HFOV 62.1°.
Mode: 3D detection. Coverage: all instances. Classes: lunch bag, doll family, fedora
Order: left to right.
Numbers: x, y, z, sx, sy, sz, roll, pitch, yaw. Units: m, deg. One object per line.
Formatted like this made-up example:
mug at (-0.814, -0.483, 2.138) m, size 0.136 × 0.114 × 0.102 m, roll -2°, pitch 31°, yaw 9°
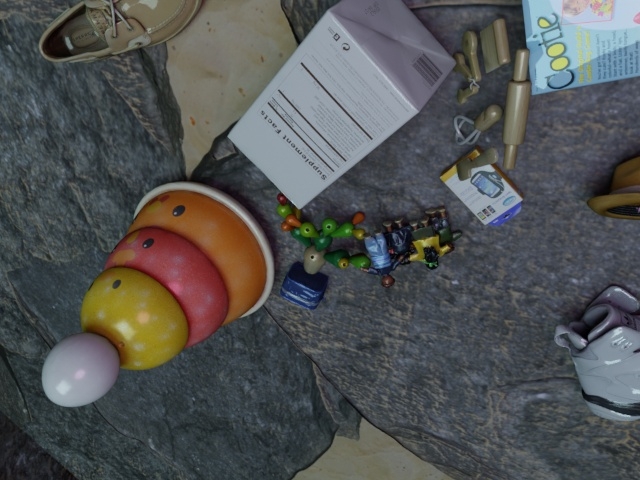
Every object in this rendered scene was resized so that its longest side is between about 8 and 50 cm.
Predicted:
lunch bag at (-0.032, 0.102, 1.139) m, size 0.098 × 0.067 × 0.065 m, roll 26°, pitch 126°, yaw 4°
doll family at (0.166, 0.017, 0.982) m, size 0.193 × 0.076 × 0.111 m, roll -13°, pitch 112°, yaw 16°
fedora at (0.499, -0.080, 0.781) m, size 0.194 × 0.194 × 0.079 m, roll 2°, pitch 82°, yaw 22°

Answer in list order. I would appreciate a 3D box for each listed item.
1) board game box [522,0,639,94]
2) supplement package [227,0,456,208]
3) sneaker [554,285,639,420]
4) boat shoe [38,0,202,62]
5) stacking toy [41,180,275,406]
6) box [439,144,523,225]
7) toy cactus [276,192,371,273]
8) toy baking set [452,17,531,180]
board game box at (0.406, -0.295, 0.669) m, size 0.275 × 0.142 × 0.144 m, roll -5°, pitch 118°, yaw 24°
supplement package at (0.026, -0.215, 0.823) m, size 0.175 × 0.177 × 0.293 m, roll 45°, pitch 138°, yaw -9°
sneaker at (0.587, 0.175, 0.881) m, size 0.366 × 0.137 × 0.210 m, roll -27°, pitch 110°, yaw 36°
boat shoe at (-0.360, -0.391, 0.948) m, size 0.341 × 0.110 × 0.121 m, roll -14°, pitch 113°, yaw 29°
stacking toy at (-0.326, 0.126, 1.020) m, size 0.351 × 0.480 × 0.350 m, roll 10°, pitch 123°, yaw 16°
box at (0.283, -0.089, 0.918) m, size 0.136 × 0.028 × 0.081 m, roll 44°, pitch 126°, yaw -10°
toy cactus at (0.000, 0.000, 1.060) m, size 0.219 × 0.112 × 0.180 m, roll 26°, pitch 145°, yaw 3°
toy baking set at (0.246, -0.192, 0.783) m, size 0.030 × 0.196 × 0.256 m, roll -10°, pitch 117°, yaw -8°
